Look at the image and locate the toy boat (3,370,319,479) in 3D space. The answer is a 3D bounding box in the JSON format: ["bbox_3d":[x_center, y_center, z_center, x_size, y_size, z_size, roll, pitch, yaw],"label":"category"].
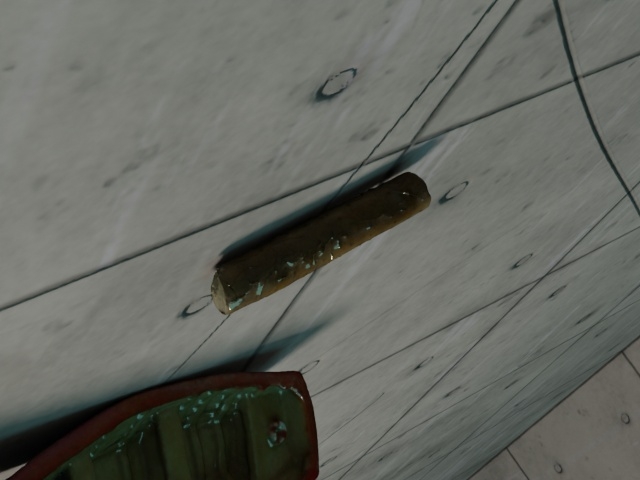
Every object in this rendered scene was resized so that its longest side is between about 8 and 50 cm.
[{"bbox_3d":[-0.138,0.174,0.912,0.079,0.136,0.392,-6,-174,39],"label":"toy boat"}]

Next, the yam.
[{"bbox_3d":[0.000,0.000,0.807,0.145,0.032,0.032,-27,163,-22],"label":"yam"}]
